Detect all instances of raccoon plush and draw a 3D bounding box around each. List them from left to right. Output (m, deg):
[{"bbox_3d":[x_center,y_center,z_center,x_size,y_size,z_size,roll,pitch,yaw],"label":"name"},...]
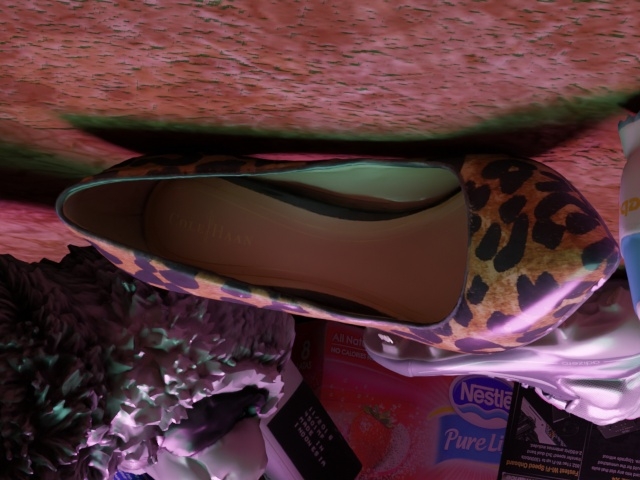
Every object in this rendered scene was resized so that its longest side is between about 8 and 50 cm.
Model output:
[{"bbox_3d":[-0.205,0.010,1.034,0.446,0.299,0.216,50,163,-26],"label":"raccoon plush"}]

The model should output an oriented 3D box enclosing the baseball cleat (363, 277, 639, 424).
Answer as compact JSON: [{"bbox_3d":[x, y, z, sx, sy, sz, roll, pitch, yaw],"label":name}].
[{"bbox_3d":[0.123,0.076,1.189,0.206,0.072,0.109,-4,133,42],"label":"baseball cleat"}]

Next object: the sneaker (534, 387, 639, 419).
[{"bbox_3d":[0.225,0.070,1.224,0.178,0.072,0.077,-1,155,1],"label":"sneaker"}]

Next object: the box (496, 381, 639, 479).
[{"bbox_3d":[0.272,0.209,1.342,0.307,0.242,0.076,6,169,27],"label":"box"}]

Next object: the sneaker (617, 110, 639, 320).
[{"bbox_3d":[0.225,0.006,0.803,0.229,0.092,0.087,9,167,-18],"label":"sneaker"}]

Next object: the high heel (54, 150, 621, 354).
[{"bbox_3d":[0.000,0.000,0.874,0.186,0.093,0.261,5,179,-28],"label":"high heel"}]

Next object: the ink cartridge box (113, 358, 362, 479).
[{"bbox_3d":[-0.149,0.121,1.417,0.371,0.069,0.175,-8,123,46],"label":"ink cartridge box"}]

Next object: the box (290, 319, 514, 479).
[{"bbox_3d":[0.084,0.163,1.511,0.300,0.154,0.142,15,166,-30],"label":"box"}]
